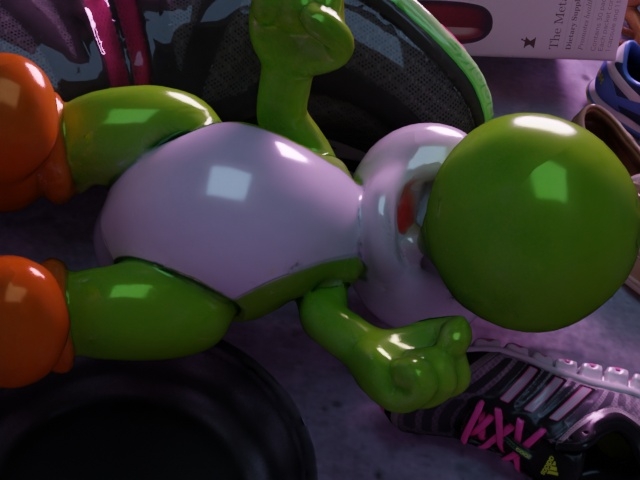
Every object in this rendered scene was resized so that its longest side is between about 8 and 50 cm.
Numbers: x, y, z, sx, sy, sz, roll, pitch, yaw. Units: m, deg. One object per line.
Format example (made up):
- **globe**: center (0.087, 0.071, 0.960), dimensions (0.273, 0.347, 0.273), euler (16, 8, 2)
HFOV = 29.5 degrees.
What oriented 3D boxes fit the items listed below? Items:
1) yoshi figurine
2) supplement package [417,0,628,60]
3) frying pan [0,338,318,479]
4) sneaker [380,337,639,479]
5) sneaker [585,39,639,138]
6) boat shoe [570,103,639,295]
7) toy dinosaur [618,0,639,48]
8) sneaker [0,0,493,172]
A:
- **yoshi figurine**: center (0.008, -0.014, 0.614), dimensions (0.362, 0.203, 0.203), euler (0, 32, -20)
- **supplement package**: center (0.096, -0.219, 0.909), dimensions (0.244, 0.139, 0.134), euler (-1, 25, -15)
- **frying pan**: center (-0.162, 0.125, 0.599), dimensions (0.326, 0.053, 0.197), euler (-5, 47, -17)
- **sneaker**: center (0.118, 0.106, 0.681), dimensions (0.171, 0.063, 0.074), euler (9, 40, -13)
- **sneaker**: center (0.271, -0.098, 0.917), dimensions (0.144, 0.059, 0.053), euler (33, 46, 15)
- **boat shoe**: center (0.215, -0.027, 0.834), dimensions (0.063, 0.059, 0.170), euler (-13, 52, -25)
- **toy dinosaur**: center (0.267, -0.198, 0.969), dimensions (0.064, 0.112, 0.211), euler (-14, 45, -23)
- **sneaker**: center (-0.135, -0.094, 0.759), dimensions (0.483, 0.185, 0.202), euler (10, 63, 0)
